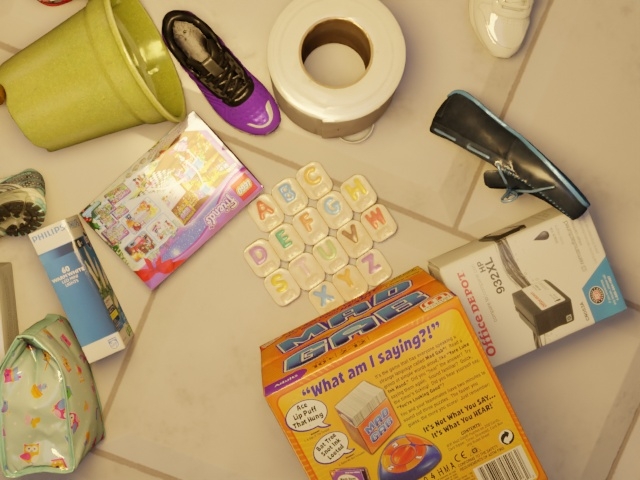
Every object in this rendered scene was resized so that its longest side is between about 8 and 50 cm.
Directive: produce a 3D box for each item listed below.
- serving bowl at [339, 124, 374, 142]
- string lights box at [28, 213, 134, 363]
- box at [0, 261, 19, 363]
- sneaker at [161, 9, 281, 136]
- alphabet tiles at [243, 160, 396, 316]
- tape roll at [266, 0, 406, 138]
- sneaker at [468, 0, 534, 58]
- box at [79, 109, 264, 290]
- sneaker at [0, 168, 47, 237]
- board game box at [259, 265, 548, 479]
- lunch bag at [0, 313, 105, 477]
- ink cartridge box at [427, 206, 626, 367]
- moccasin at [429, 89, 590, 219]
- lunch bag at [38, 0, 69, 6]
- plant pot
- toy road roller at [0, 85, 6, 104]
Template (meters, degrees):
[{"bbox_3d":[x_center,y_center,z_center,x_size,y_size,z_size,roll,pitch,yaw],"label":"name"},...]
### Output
[{"bbox_3d":[0.061,-0.230,1.848,0.083,0.027,0.083,0,96,-5],"label":"serving bowl"},{"bbox_3d":[-0.443,0.087,1.785,0.077,0.133,0.259,-24,97,-1],"label":"string lights box"},{"bbox_3d":[-0.667,0.139,1.780,0.181,0.119,0.181,-4,95,-4],"label":"box"},{"bbox_3d":[-0.190,-0.306,1.762,0.102,0.146,0.293,-44,96,1],"label":"sneaker"},{"bbox_3d":[0.000,0.000,1.868,0.284,0.021,0.278,-34,97,0],"label":"alphabet tiles"},{"bbox_3d":[0.027,-0.321,1.749,0.246,0.169,0.246,0,86,-1],"label":"tape roll"},{"bbox_3d":[0.354,-0.495,1.784,0.114,0.152,0.305,3,96,-10],"label":"sneaker"},{"bbox_3d":[-0.280,-0.076,1.821,0.293,0.057,0.201,-42,96,0],"label":"box"},{"bbox_3d":[-0.626,-0.049,1.786,0.283,0.122,0.110,-17,136,15],"label":"sneaker"},{"bbox_3d":[0.129,0.302,1.732,0.357,0.356,0.356,-27,99,-1],"label":"board game box"},{"bbox_3d":[-0.501,0.274,1.752,0.160,0.223,0.262,-7,95,2],"label":"lunch bag"},{"bbox_3d":[0.394,0.087,1.851,0.308,0.129,0.223,-23,97,-2],"label":"ink cartridge box"},{"bbox_3d":[0.353,-0.143,1.811,0.342,0.138,0.117,45,101,24],"label":"moccasin"},{"bbox_3d":[-0.429,-0.561,1.734,0.293,0.120,0.258,-29,97,-2],"label":"lunch bag"},{"bbox_3d":[-0.416,-0.288,1.708,0.254,0.276,0.276,-23,97,9],"label":"plant pot"},{"bbox_3d":[-0.727,-0.300,1.705,0.330,0.202,0.240,10,80,-6],"label":"toy road roller"}]
